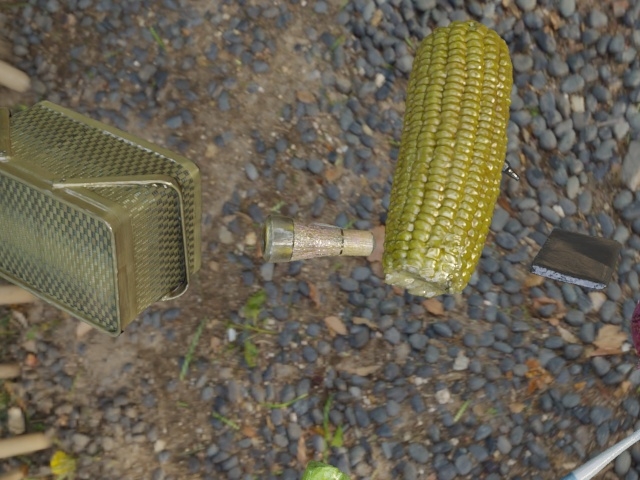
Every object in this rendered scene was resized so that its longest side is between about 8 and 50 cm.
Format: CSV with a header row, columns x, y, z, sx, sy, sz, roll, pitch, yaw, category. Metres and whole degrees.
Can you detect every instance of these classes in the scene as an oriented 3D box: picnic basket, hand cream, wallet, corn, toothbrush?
x,y,z,sx,sy,sz,roll,pitch,yaw,category
-0.268,-0.033,0.910,0.267,0.139,0.165,24,130,21,picnic basket
0.000,0.000,1.452,0.203,0.084,0.083,2,83,-13,hand cream
0.433,0.030,1.394,0.124,0.244,0.025,13,109,21,wallet
0.150,-0.097,0.969,0.131,0.131,0.344,3,67,23,corn
0.205,0.220,0.722,0.276,0.019,0.025,-28,35,-5,toothbrush

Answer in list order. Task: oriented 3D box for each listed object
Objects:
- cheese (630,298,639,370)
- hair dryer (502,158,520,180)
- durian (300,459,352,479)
x,y,z,sx,sy,sz,roll,pitch,yaw,category
0.437,0.050,0.993,0.062,0.155,0.244,29,77,9,cheese
0.359,-0.197,1.773,0.195,0.173,0.050,34,79,0,hair dryer
0.020,0.433,1.168,0.101,0.139,0.250,-11,93,44,durian
